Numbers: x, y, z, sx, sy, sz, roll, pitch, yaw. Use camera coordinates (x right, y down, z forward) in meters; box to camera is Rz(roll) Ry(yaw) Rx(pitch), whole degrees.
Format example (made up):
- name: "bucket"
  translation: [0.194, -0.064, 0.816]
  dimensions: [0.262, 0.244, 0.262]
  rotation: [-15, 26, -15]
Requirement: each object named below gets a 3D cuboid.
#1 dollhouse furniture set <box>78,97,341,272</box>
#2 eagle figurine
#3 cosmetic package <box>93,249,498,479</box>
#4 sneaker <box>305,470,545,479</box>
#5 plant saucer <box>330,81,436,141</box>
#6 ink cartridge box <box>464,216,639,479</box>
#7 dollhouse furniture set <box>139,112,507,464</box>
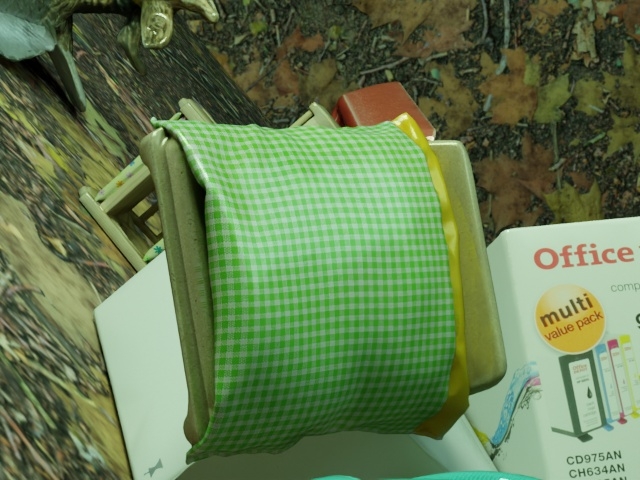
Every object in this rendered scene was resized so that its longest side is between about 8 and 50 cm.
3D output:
- name: "dollhouse furniture set"
  translation: [-0.074, -0.058, 1.315]
  dimensions: [0.101, 0.182, 0.161]
  rotation: [50, 6, 6]
- name: "eagle figurine"
  translation: [-0.257, -0.253, 1.398]
  dimensions: [0.298, 0.225, 0.226]
  rotation: [13, -19, -29]
- name: "cosmetic package"
  translation: [-0.002, 0.118, 0.997]
  dimensions: [0.225, 0.138, 0.224]
  rotation: [45, 7, -28]
- name: "sneaker"
  translation: [0.092, 0.179, 0.586]
  dimensions: [0.295, 0.124, 0.178]
  rotation: [37, 13, 13]
- name: "plant saucer"
  translation: [0.000, 0.000, 1.326]
  dimensions: [0.047, 0.258, 0.259]
  rotation: [24, 11, -8]
- name: "ink cartridge box"
  translation: [0.190, 0.117, 1.079]
  dimensions: [0.168, 0.171, 0.233]
  rotation: [120, -36, -68]
- name: "dollhouse furniture set"
  translation: [0.057, 0.073, 0.778]
  dimensions: [0.197, 0.151, 0.302]
  rotation: [-3, 80, -48]
